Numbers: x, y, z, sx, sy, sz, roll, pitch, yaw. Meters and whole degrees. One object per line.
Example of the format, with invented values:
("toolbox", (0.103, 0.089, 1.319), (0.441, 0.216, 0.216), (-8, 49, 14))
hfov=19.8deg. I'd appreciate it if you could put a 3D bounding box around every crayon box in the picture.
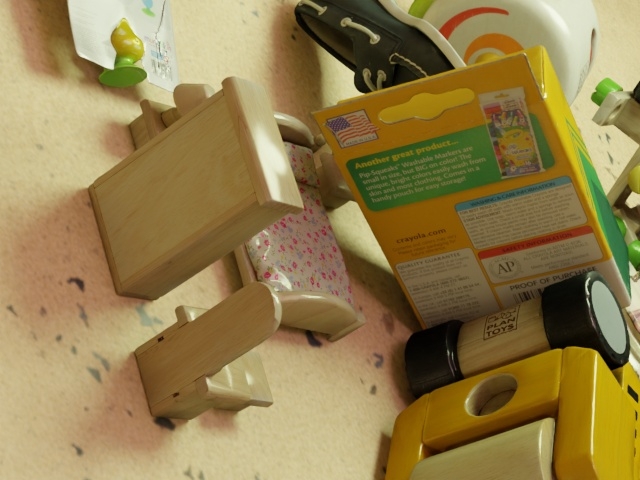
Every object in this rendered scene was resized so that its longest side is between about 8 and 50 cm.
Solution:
("crayon box", (0.146, -0.051, 1.700), (0.083, 0.203, 0.323), (-84, 154, -45))

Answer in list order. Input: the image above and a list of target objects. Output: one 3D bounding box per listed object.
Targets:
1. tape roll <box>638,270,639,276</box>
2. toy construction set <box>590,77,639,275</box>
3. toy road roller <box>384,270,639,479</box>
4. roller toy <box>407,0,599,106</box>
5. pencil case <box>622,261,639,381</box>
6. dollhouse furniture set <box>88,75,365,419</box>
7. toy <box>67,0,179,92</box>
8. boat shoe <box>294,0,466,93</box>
("tape roll", (0.476, 0.017, 2.026), (0.077, 0.321, 0.321), (32, 14, 37))
("toy construction set", (0.358, -0.052, 2.144), (0.237, 0.257, 0.309), (45, 52, 14))
("toy road roller", (0.207, 0.208, 1.665), (0.241, 0.202, 0.329), (55, 28, -25))
("roller toy", (0.207, -0.213, 2.037), (0.191, 0.209, 0.146), (57, 31, -12))
("pencil case", (0.244, 0.025, 1.897), (0.410, 0.160, 0.183), (59, -7, 3))
("dollhouse furniture set", (0.000, 0.000, 1.578), (0.355, 0.173, 0.303), (13, 52, -49))
("toy", (-0.198, -0.244, 1.636), (0.137, 0.056, 0.237), (18, 53, -52))
("boat shoe", (0.072, -0.175, 1.816), (0.114, 0.091, 0.302), (58, -5, -38))
